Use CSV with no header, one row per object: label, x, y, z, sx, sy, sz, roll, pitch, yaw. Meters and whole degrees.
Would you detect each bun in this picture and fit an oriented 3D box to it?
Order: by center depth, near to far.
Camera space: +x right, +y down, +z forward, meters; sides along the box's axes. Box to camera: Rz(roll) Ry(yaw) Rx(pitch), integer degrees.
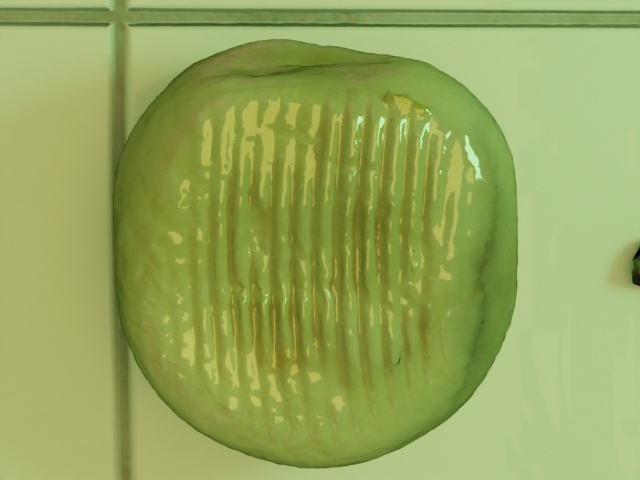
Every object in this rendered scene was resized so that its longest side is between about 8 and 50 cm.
bun,0.000,0.000,1.539,0.361,0.213,0.361,1,100,4

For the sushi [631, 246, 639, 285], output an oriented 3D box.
sushi,0.322,0.021,1.693,0.083,0.044,0.046,8,70,-13
